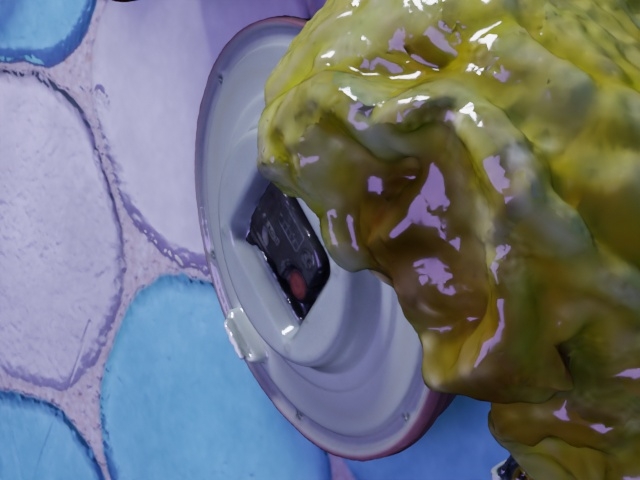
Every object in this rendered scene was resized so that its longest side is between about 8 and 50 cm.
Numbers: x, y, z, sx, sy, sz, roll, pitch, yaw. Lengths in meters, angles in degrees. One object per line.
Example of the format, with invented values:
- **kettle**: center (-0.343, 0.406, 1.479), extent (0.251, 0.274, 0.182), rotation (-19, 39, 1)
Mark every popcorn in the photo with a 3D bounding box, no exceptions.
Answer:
- **popcorn**: center (0.084, -0.027, 0.817), extent (0.174, 0.225, 0.286), rotation (-47, 37, 28)

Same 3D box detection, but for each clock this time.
- **clock**: center (-0.001, 0.000, 1.052), extent (0.244, 0.056, 0.244), rotation (26, 122, 51)

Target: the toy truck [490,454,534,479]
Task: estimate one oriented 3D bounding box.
- **toy truck**: center (0.186, 0.144, 0.872), extent (0.227, 0.098, 0.114), rotation (6, 109, 46)
